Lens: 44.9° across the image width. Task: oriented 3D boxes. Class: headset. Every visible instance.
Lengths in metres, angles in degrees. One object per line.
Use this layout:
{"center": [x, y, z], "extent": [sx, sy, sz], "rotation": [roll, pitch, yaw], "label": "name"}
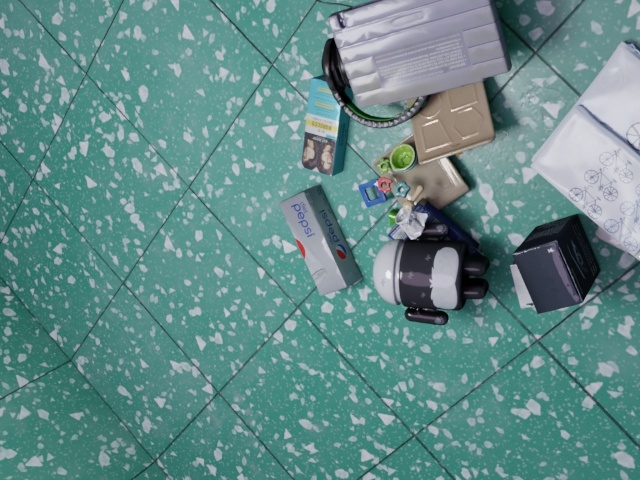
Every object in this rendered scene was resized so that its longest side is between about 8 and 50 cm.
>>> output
{"center": [0.114, -0.459, 1.841], "extent": [0.243, 0.185, 0.394], "rotation": [-30, 95, 26], "label": "headset"}

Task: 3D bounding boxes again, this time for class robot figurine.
{"center": [0.267, 0.081, 1.888], "extent": [0.278, 0.209, 0.173], "rotation": [3, 153, 18], "label": "robot figurine"}

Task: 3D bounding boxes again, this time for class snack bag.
{"center": [0.654, -0.193, 1.639], "extent": [0.323, 0.037, 0.342], "rotation": [49, 126, 24], "label": "snack bag"}

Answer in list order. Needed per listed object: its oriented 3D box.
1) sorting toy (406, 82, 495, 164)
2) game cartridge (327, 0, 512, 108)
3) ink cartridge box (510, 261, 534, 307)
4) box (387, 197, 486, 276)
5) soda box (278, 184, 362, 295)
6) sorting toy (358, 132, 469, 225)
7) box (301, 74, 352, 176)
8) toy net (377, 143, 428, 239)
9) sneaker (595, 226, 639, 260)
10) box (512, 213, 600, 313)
{"center": [0.303, -0.295, 1.814], "extent": [0.193, 0.038, 0.208], "rotation": [-16, 72, 30], "label": "sorting toy"}
{"center": [0.213, -0.426, 1.673], "extent": [0.355, 0.068, 0.230], "rotation": [-9, 119, 28], "label": "game cartridge"}
{"center": [0.507, 0.105, 1.887], "extent": [0.063, 0.029, 0.115], "rotation": [-9, 104, 33], "label": "ink cartridge box"}
{"center": [0.298, 0.011, 1.956], "extent": [0.225, 0.036, 0.136], "rotation": [40, 125, -4], "label": "box"}
{"center": [0.000, 0.000, 2.123], "extent": [0.098, 0.091, 0.286], "rotation": [-21, 96, 36], "label": "soda box"}
{"center": [0.254, -0.165, 1.935], "extent": [0.348, 0.047, 0.196], "rotation": [-35, 92, 36], "label": "sorting toy"}
{"center": [0.016, -0.298, 2.022], "extent": [0.101, 0.060, 0.244], "rotation": [19, 116, 25], "label": "box"}
{"center": [0.191, -0.113, 1.871], "extent": [0.122, 0.045, 0.232], "rotation": [-16, 68, 27], "label": "toy net"}
{"center": [0.717, -0.004, 1.694], "extent": [0.212, 0.080, 0.094], "rotation": [30, 109, 21], "label": "sneaker"}
{"center": [0.533, 0.050, 1.740], "extent": [0.108, 0.207, 0.153], "rotation": [-20, 96, 35], "label": "box"}
